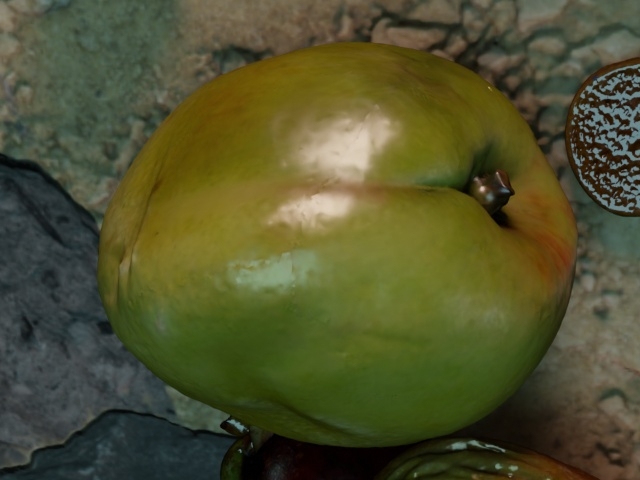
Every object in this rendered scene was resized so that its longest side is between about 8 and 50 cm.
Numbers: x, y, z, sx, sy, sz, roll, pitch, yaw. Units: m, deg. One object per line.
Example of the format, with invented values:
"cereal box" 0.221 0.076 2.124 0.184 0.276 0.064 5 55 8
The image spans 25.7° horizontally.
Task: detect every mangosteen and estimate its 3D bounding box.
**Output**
"mangosteen" 0.002 0.194 1.127 0.200 0.200 0.199 5 110 14

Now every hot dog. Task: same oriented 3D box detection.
"hot dog" 0.140 0.235 1.039 0.196 0.272 0.122 -44 50 12

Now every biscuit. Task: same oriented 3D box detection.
"biscuit" 0.261 -0.061 1.029 0.175 0.026 0.124 33 116 3

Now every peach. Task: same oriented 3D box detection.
"peach" 0.008 0.001 0.985 0.316 0.314 0.281 -16 62 47
